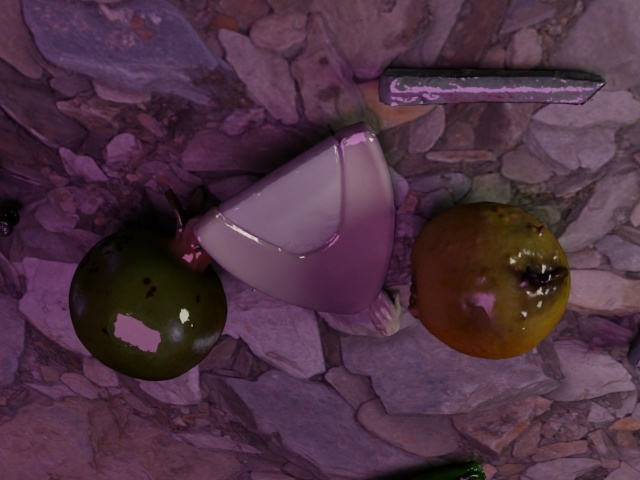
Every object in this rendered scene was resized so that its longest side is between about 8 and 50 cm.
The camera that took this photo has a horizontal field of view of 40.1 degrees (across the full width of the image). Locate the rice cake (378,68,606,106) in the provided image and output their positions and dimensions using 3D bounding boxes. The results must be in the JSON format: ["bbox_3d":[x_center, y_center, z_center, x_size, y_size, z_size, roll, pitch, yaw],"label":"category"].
[{"bbox_3d":[0.158,-0.143,0.821,0.208,0.033,0.033,2,123,8],"label":"rice cake"}]

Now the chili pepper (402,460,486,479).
[{"bbox_3d":[0.150,0.376,1.286,0.216,0.062,0.108,-29,127,32],"label":"chili pepper"}]

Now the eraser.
[{"bbox_3d":[-0.001,-0.001,0.949,0.204,0.059,0.243,-31,139,1],"label":"eraser"}]

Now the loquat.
[{"bbox_3d":[0.166,0.045,0.917,0.172,0.149,0.205,39,142,-25],"label":"loquat"}]

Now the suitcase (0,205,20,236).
[{"bbox_3d":[-0.521,0.004,0.978,0.312,0.202,0.128,-1,132,11],"label":"suitcase"}]

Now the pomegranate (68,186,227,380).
[{"bbox_3d":[-0.174,0.047,0.982,0.182,0.181,0.224,34,110,-19],"label":"pomegranate"}]

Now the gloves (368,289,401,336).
[{"bbox_3d":[0.081,0.088,1.052,0.044,0.037,0.081,-33,120,-7],"label":"gloves"}]

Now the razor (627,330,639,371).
[{"bbox_3d":[0.433,0.124,1.015,0.135,0.040,0.068,7,134,-4],"label":"razor"}]
